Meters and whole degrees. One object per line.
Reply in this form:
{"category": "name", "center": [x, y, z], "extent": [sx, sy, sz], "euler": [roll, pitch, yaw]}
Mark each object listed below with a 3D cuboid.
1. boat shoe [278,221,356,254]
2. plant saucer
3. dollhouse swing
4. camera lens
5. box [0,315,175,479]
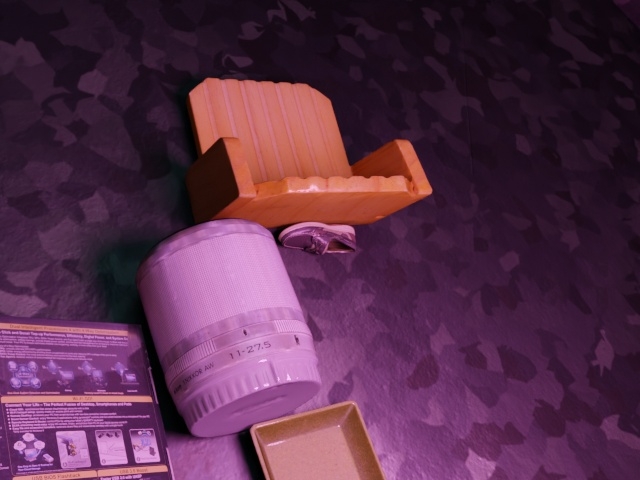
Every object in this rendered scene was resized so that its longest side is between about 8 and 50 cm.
{"category": "boat shoe", "center": [0.000, 0.000, 1.441], "extent": [0.152, 0.056, 0.049], "euler": [-3, 55, -28]}
{"category": "plant saucer", "center": [-0.001, 0.352, 1.213], "extent": [0.188, 0.045, 0.188], "euler": [-7, 63, -30]}
{"category": "dollhouse swing", "center": [-0.042, -0.187, 1.411], "extent": [0.346, 0.315, 0.305], "euler": [-2, 78, -26]}
{"category": "camera lens", "center": [-0.137, 0.121, 1.188], "extent": [0.219, 0.219, 0.274], "euler": [-8, 63, -30]}
{"category": "box", "center": [-0.369, 0.248, 0.985], "extent": [0.395, 0.097, 0.318], "euler": [10, 53, -48]}
